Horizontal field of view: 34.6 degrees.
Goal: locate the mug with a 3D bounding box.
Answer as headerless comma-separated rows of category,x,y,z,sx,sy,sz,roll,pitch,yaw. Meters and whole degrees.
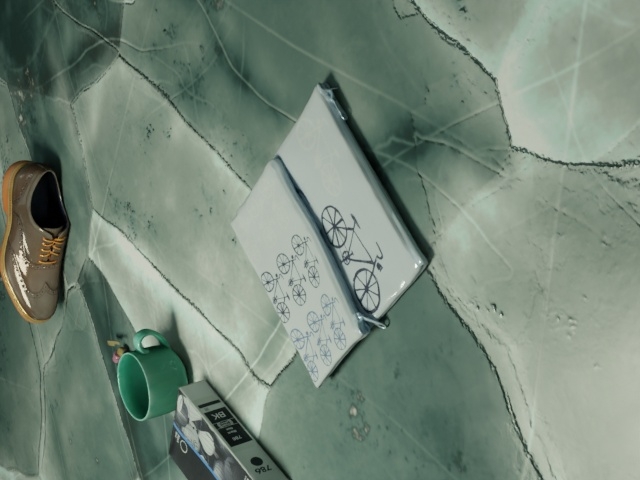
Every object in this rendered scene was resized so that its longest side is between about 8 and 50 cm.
mug,-0.301,0.251,1.901,0.129,0.097,0.158,55,137,29

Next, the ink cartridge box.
ink cartridge box,-0.152,0.407,1.775,0.332,0.065,0.165,40,129,39

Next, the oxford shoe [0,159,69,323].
oxford shoe,-0.618,0.011,2.242,0.132,0.130,0.364,9,107,46

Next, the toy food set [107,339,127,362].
toy food set,-0.401,0.261,2.109,0.078,0.019,0.122,-4,104,54

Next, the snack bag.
snack bag,0.000,0.000,1.475,0.323,0.037,0.342,62,141,21
